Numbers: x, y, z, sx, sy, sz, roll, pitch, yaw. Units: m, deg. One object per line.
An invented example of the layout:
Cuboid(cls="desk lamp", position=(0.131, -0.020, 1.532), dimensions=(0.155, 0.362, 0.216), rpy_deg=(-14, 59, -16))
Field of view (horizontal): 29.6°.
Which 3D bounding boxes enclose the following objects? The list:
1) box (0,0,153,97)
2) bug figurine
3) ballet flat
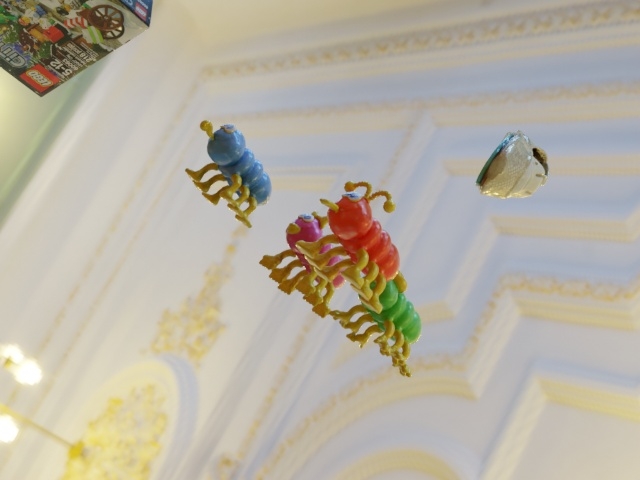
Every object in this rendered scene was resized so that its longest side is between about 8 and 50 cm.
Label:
Cuboid(cls="box", position=(-0.300, -0.251, 1.166), dimensions=(0.159, 0.233, 0.044), rpy_deg=(-27, -136, 29))
Cuboid(cls="bug figurine", position=(0.000, 0.000, 1.056), dimensions=(0.072, 0.216, 0.279), rpy_deg=(-43, -139, -13))
Cuboid(cls="ballet flat", position=(0.172, -0.064, 1.037), dimensions=(0.057, 0.052, 0.168), rpy_deg=(-61, 174, 20))
